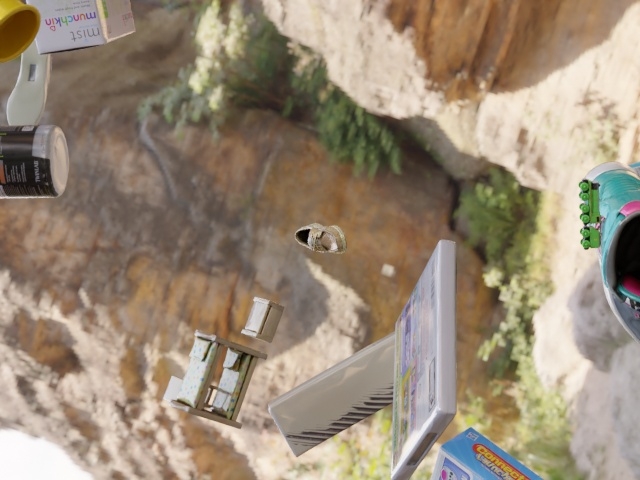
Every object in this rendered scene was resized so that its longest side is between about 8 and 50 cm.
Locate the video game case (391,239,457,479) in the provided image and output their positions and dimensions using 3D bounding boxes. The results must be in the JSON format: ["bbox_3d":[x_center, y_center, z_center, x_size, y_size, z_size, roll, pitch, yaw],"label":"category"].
[{"bbox_3d":[0.116,0.138,1.137,0.193,0.023,0.212,109,168,-54],"label":"video game case"}]

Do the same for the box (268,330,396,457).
[{"bbox_3d":[0.056,0.235,1.617,0.275,0.094,0.113,-29,-3,-3],"label":"box"}]

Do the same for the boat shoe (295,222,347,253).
[{"bbox_3d":[0.000,0.000,1.690,0.135,0.045,0.050,9,111,64],"label":"boat shoe"}]

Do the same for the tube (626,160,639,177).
[{"bbox_3d":[0.646,-0.131,1.861,0.052,0.207,0.080,-136,34,-69],"label":"tube"}]

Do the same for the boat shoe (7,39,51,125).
[{"bbox_3d":[-0.638,-0.336,2.252,0.081,0.079,0.227,94,-177,-76],"label":"boat shoe"}]

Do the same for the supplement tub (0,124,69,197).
[{"bbox_3d":[-0.504,-0.124,1.598,0.117,0.191,0.117,0,-90,-89],"label":"supplement tub"}]

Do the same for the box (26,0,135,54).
[{"bbox_3d":[-0.437,-0.463,1.801,0.262,0.127,0.231,-84,-15,-74],"label":"box"}]

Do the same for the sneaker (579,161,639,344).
[{"bbox_3d":[0.423,0.056,1.269,0.295,0.124,0.178,61,-168,-18],"label":"sneaker"}]

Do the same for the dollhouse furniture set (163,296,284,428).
[{"bbox_3d":[-0.163,0.154,1.444,0.161,0.101,0.181,7,75,55],"label":"dollhouse furniture set"}]

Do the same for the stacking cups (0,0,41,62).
[{"bbox_3d":[-0.524,-0.378,1.384,0.096,0.316,0.096,-46,-10,-11],"label":"stacking cups"}]

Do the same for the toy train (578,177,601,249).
[{"bbox_3d":[0.304,-0.030,1.139,0.017,0.024,0.083,-77,-17,-76],"label":"toy train"}]

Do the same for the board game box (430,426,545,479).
[{"bbox_3d":[0.299,0.511,1.626,0.086,0.302,0.308,-22,-46,-41],"label":"board game box"}]
